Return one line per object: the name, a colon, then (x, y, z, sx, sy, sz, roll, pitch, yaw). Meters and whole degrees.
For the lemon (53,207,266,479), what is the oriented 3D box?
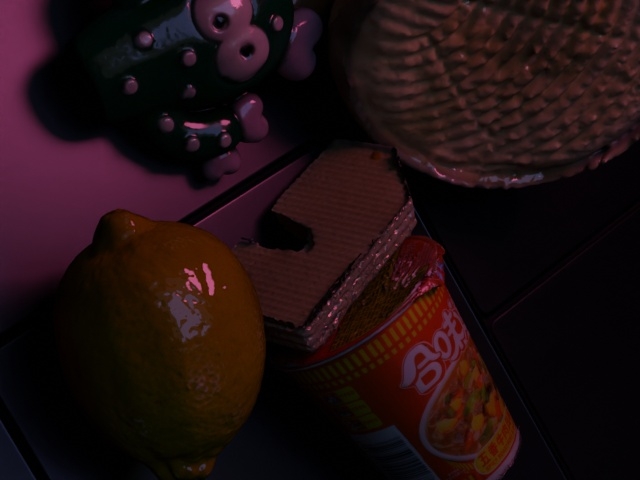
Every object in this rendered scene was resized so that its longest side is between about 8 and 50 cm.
lemon: (-0.134, 0.090, 1.527, 0.184, 0.184, 0.248, -20, 101, -35)

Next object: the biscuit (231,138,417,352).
biscuit: (0.000, 0.000, 1.663, 0.250, 0.147, 0.046, -50, 134, -32)

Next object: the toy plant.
toy plant: (-0.110, -0.191, 1.639, 0.232, 0.112, 0.243, 41, 82, -31)

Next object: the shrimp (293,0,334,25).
shrimp: (-0.099, -0.280, 1.716, 0.287, 0.063, 0.152, 19, 82, -29)

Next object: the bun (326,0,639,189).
bun: (0.178, -0.237, 1.740, 0.364, 0.364, 0.202, 29, 30, -25)

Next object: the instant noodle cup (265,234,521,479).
instant noodle cup: (0.084, 0.134, 1.671, 0.193, 0.193, 0.212, -48, 113, -32)
